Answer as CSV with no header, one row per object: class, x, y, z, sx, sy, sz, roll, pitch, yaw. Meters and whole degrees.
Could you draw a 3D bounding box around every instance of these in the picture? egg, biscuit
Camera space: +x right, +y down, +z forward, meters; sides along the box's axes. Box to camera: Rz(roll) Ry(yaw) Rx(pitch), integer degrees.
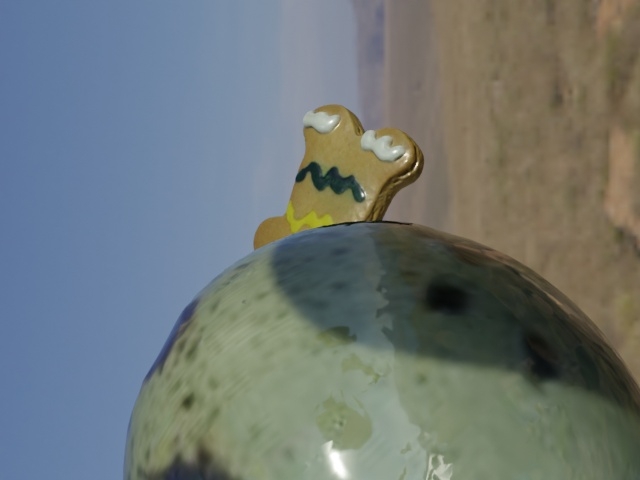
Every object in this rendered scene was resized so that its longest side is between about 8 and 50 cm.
egg,0.060,0.178,0.948,0.428,0.345,0.345,47,151,41
biscuit,-0.001,0.000,1.285,0.035,0.158,0.240,23,-93,-45
